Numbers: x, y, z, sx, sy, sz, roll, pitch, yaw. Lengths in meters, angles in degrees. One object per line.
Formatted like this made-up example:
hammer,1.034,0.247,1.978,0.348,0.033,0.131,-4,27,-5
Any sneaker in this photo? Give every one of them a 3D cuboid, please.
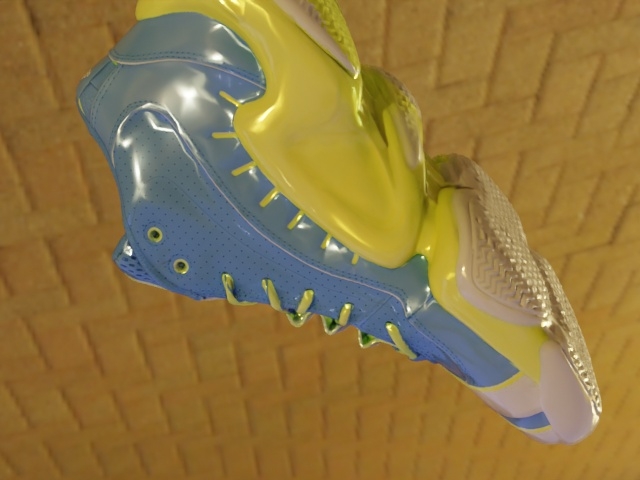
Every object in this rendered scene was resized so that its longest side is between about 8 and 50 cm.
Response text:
sneaker,0.000,0.000,0.530,0.126,0.240,0.091,-36,-176,15
